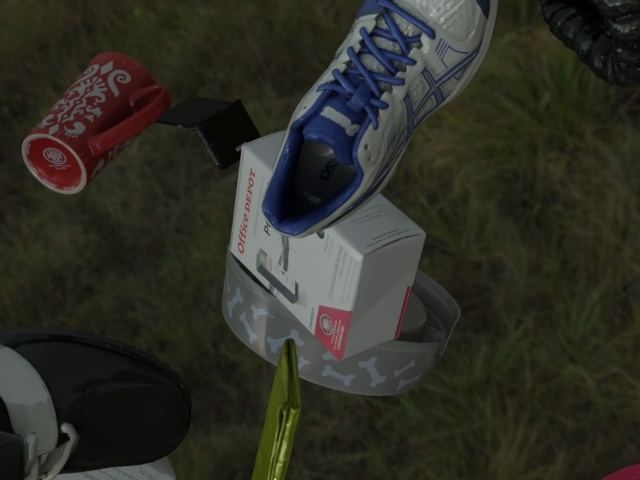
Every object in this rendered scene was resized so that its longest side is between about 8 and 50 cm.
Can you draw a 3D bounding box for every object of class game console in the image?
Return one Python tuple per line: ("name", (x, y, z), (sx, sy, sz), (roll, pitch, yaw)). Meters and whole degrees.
("game console", (-0.152, -0.148, 1.573), (0.071, 0.107, 0.122), (-24, 10, 32))

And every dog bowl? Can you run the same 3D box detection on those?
("dog bowl", (0.021, 0.094, 1.619), (0.349, 0.349, 0.102), (45, 122, 52))

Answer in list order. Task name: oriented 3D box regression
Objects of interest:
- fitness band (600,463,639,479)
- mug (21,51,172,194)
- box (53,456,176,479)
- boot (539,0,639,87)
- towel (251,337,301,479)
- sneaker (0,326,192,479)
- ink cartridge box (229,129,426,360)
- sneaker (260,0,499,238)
("fitness band", (0.495, 0.457, 1.774), (0.291, 0.054, 0.209), (-22, 51, -27))
("mug", (-0.277, -0.151, 1.428), (0.150, 0.113, 0.169), (-35, 15, 46))
("box", (-0.294, 0.251, 1.392), (0.119, 0.181, 0.182), (-52, 26, 2))
("boot", (0.257, -0.216, 0.764), (0.260, 0.131, 0.348), (-33, 1, 9))
("towel", (-0.052, 0.205, 0.962), (0.021, 0.237, 0.102), (9, 27, -11))
("sneaker", (-0.224, 0.131, 0.662), (0.331, 0.122, 0.146), (5, 39, -27))
("ink cartridge box", (0.000, 0.000, 1.269), (0.092, 0.158, 0.218), (-19, 47, -32))
("sneaker", (0.047, -0.118, 0.941), (0.112, 0.296, 0.131), (32, 31, 9))
